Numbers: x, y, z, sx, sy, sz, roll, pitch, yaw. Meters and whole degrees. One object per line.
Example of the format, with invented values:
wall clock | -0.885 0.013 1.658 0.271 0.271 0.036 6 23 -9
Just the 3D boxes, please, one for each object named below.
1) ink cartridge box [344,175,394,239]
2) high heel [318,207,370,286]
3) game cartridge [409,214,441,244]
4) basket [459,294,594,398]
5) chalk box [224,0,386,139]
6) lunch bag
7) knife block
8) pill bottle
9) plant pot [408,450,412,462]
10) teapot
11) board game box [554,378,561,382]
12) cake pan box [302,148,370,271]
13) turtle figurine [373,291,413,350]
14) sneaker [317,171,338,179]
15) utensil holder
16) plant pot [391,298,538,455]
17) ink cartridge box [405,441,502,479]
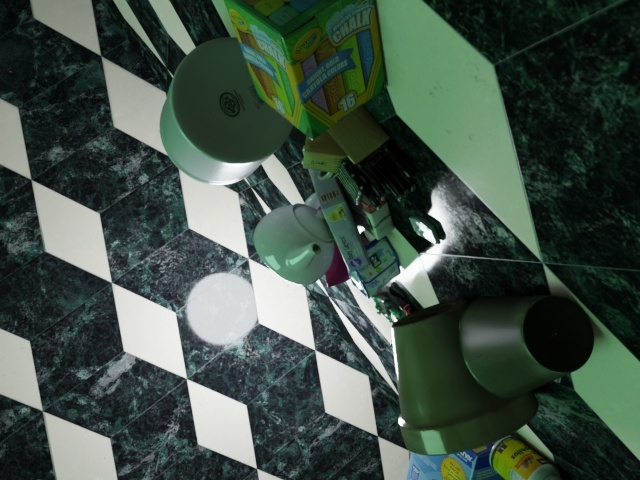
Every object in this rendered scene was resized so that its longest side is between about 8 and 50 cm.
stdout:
ink cartridge box | 0.122 -0.080 1.482 0.099 0.056 0.135 43 164 40
high heel | 0.000 0.000 1.878 0.377 0.181 0.127 38 161 52
game cartridge | 0.231 -0.026 1.322 0.083 0.017 0.056 37 163 54
basket | 0.368 0.178 1.071 0.227 0.154 0.205 119 134 -72
chalk box | -0.027 -0.350 0.976 0.180 0.179 0.289 45 166 34
lunch bag | 0.144 0.066 1.646 0.096 0.128 0.151 40 161 43
knife block | 0.088 -0.209 1.230 0.088 0.241 0.276 105 172 -74
pill bottle | 0.583 0.650 1.669 0.117 0.117 0.215 59 167 -26
plant pot | 0.483 0.759 2.137 0.229 0.263 0.263 3 132 53
teapot | -0.048 -0.016 1.654 0.252 0.187 0.256 3 -136 -56
board game box | 0.440 0.242 1.246 0.133 0.033 0.169 45 166 36
cake pan box | 0.040 -0.093 1.551 0.246 0.070 0.267 67 -176 -46
turtle figurine | 0.235 0.249 1.860 0.234 0.118 0.175 -113 5 -74
sneaker | 0.016 -0.222 1.373 0.069 0.083 0.186 42 154 47
utensil holder | -0.256 -0.327 1.579 0.328 0.327 0.385 55 167 -10
plant pot | 0.302 0.299 1.393 0.323 0.322 0.281 155 94 -78
ink cartridge box | 0.429 0.704 1.896 0.270 0.151 0.396 30 117 53
